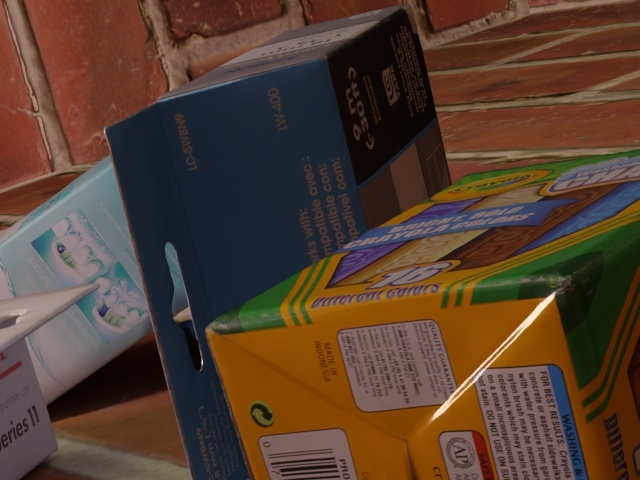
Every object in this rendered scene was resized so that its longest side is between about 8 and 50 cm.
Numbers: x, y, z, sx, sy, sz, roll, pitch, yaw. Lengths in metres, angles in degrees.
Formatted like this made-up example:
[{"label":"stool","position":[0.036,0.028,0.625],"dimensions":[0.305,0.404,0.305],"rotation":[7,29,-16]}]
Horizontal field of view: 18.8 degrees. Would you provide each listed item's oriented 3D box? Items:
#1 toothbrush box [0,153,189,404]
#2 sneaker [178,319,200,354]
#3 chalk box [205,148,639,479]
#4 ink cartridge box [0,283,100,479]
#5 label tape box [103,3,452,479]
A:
[{"label":"toothbrush box","position":[-0.149,-0.002,1.520],"dimensions":[0.295,0.126,0.216],"rotation":[-36,8,10]},{"label":"sneaker","position":[-0.053,0.044,1.519],"dimensions":[0.063,0.073,0.162],"rotation":[-4,15,46]},{"label":"chalk box","position":[0.120,0.062,0.864],"dimensions":[0.179,0.180,0.289],"rotation":[-7,14,38]},{"label":"ink cartridge box","position":[-0.319,0.136,1.280],"dimensions":[0.353,0.119,0.207],"rotation":[-12,10,21]},{"label":"label tape box","position":[0.000,0.000,1.211],"dimensions":[0.106,0.241,0.333],"rotation":[-10,12,18]}]
